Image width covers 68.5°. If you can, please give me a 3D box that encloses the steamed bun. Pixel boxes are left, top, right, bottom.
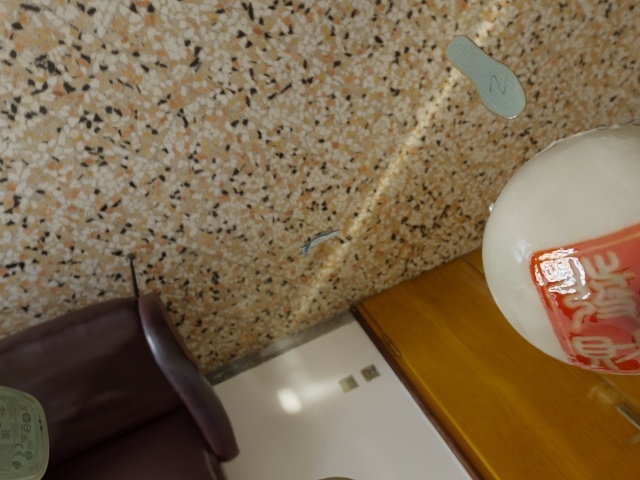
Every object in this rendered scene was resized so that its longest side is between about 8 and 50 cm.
[{"bbox_3d":[0.427,0.032,0.653,0.375,0.241,0.374,3,116,5],"label":"steamed bun"}]

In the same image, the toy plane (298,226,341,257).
[{"bbox_3d":[-0.002,-0.002,0.815,0.084,0.024,0.078,-35,172,-14],"label":"toy plane"}]

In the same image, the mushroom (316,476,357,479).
[{"bbox_3d":[0.048,0.412,0.496,0.190,0.164,0.266,-6,94,19],"label":"mushroom"}]

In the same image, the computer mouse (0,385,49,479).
[{"bbox_3d":[-0.500,0.267,0.613,0.097,0.159,0.288,-33,148,5],"label":"computer mouse"}]

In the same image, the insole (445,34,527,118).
[{"bbox_3d":[0.261,-0.264,0.750,0.004,0.188,0.064,3,138,-47],"label":"insole"}]
